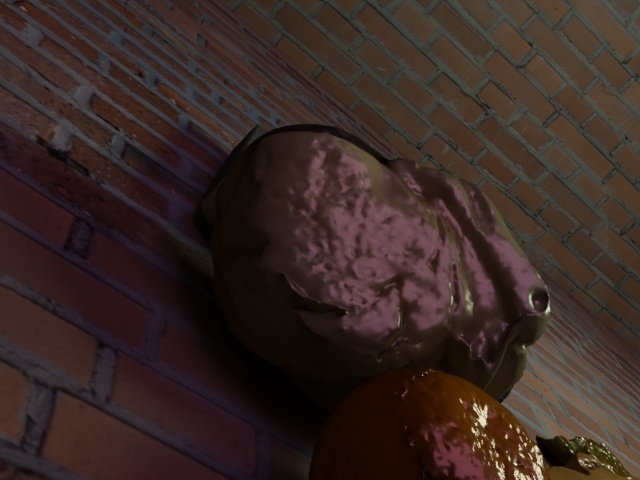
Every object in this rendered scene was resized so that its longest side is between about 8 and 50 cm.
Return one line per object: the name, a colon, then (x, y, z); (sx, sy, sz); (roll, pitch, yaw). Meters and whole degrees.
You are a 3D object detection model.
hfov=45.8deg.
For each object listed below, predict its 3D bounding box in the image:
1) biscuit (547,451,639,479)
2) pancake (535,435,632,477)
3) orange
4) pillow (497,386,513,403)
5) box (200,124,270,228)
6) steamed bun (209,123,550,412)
biscuit: (0.443, 0.422, 1.109); (0.355, 0.052, 0.275); (18, 28, -37)
pancake: (0.518, 0.437, 1.347); (0.376, 0.054, 0.197); (41, 23, -14)
orange: (0.093, 0.220, 0.653); (0.219, 0.193, 0.219); (17, 42, -15)
pillow: (0.243, 0.194, 1.228); (0.161, 0.092, 0.335); (44, 15, 15)
box: (0.000, 0.000, 1.150); (0.367, 0.090, 0.373); (41, 16, -12)
steamed bun: (0.050, 0.047, 0.861); (0.372, 0.230, 0.325); (14, 59, -8)
